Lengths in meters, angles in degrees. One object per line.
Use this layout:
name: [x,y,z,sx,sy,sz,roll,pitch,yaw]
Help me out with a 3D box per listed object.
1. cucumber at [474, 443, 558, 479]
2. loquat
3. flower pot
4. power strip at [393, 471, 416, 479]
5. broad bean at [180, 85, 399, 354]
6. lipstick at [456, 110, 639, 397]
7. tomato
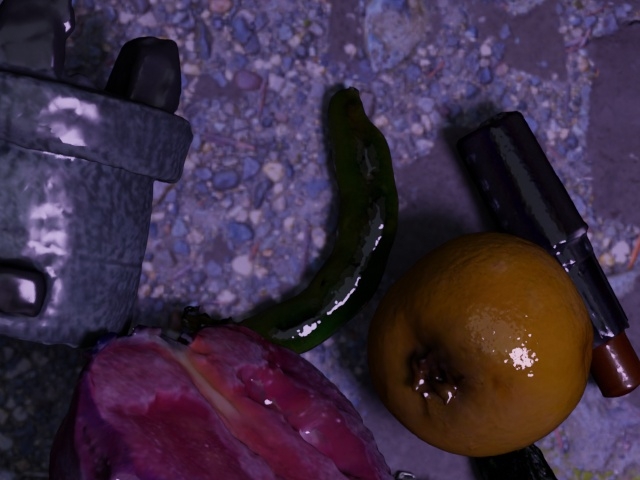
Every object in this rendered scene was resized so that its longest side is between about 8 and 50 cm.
cucumber: [0.230,0.302,1.233,0.081,0.072,0.303,-4,62,-39]
loquat: [0.145,0.096,1.197,0.208,0.208,0.208,1,84,-9]
flower pot: [-0.265,-0.071,1.104,0.299,0.299,0.282,14,89,-7]
power strip: [0.073,0.318,1.248,0.081,0.035,0.192,9,82,-8]
broad bean: [0.000,0.000,1.263,0.144,0.049,0.292,34,81,-3]
lipstick: [0.231,0.014,1.281,0.081,0.081,0.299,-28,87,-10]
tomato: [-0.091,0.226,1.108,0.289,0.335,0.176,47,113,19]
